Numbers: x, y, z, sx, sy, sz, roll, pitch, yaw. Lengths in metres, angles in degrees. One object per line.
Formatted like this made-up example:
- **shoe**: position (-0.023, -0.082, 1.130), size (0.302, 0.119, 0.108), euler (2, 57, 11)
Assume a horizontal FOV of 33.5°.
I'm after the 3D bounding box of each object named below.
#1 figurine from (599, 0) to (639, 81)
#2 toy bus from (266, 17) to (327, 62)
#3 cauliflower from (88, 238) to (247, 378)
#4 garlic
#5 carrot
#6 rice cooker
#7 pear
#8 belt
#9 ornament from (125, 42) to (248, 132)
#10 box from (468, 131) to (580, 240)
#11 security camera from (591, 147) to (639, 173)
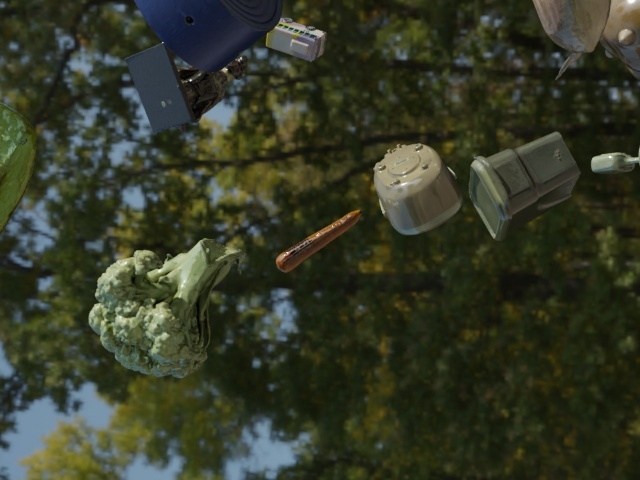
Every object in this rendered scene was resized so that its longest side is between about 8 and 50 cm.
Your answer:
- **figurine**: position (0.512, -0.373, 1.684), size (0.173, 0.177, 0.247), euler (42, -133, -38)
- **toy bus**: position (-0.045, -0.371, 1.961), size (0.058, 0.102, 0.052), euler (-54, -19, -50)
- **cauliflower**: position (-0.306, 0.109, 1.981), size (0.260, 0.327, 0.281), euler (19, -89, -41)
- **garlic**: position (0.346, -0.331, 1.495), size (0.090, 0.128, 0.198), euler (-34, -75, -31)
- **carrot**: position (0.000, 0.000, 1.981), size (0.037, 0.190, 0.037), euler (57, -175, -8)
- **rice cooker**: position (0.169, -0.091, 1.879), size (0.127, 0.145, 0.206), euler (60, -175, -29)
- **pear**: position (-0.588, -0.115, 1.664), size (0.288, 0.239, 0.139), euler (-61, 1, 10)
- **belt**: position (-0.171, -0.397, 1.424), size (0.212, 0.117, 0.347), euler (11, -125, -48)
- **ornament**: position (-0.232, -0.309, 2.041), size (0.196, 0.153, 0.166), euler (-25, -78, -35)
- **box**: position (0.393, -0.112, 2.070), size (0.138, 0.178, 0.274), euler (63, 180, 12)
- **security camera**: position (0.411, -0.108, 1.439), size (0.058, 0.092, 0.058), euler (1, -91, -42)
